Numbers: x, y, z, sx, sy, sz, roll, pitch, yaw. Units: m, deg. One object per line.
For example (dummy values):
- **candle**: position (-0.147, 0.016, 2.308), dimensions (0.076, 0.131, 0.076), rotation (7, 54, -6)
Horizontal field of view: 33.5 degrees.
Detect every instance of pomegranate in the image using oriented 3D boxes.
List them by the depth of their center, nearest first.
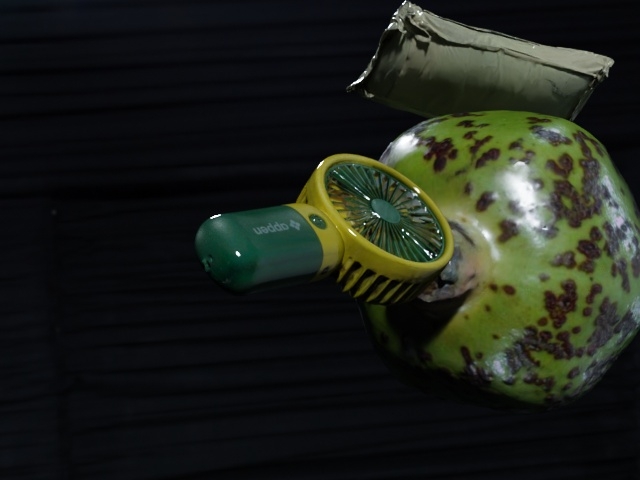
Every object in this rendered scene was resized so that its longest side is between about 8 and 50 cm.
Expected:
- **pomegranate**: position (0.135, 0.015, 0.843), dimensions (0.271, 0.254, 0.254), rotation (8, -106, -58)

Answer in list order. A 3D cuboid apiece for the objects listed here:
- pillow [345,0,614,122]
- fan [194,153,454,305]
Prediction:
- **pillow**: position (0.136, -0.140, 0.921), dimensions (0.119, 0.208, 0.053), rotation (122, 159, -58)
- **fan**: position (0.000, 0.000, 0.513), dimensions (0.082, 0.155, 0.039), rotation (52, 125, 23)
